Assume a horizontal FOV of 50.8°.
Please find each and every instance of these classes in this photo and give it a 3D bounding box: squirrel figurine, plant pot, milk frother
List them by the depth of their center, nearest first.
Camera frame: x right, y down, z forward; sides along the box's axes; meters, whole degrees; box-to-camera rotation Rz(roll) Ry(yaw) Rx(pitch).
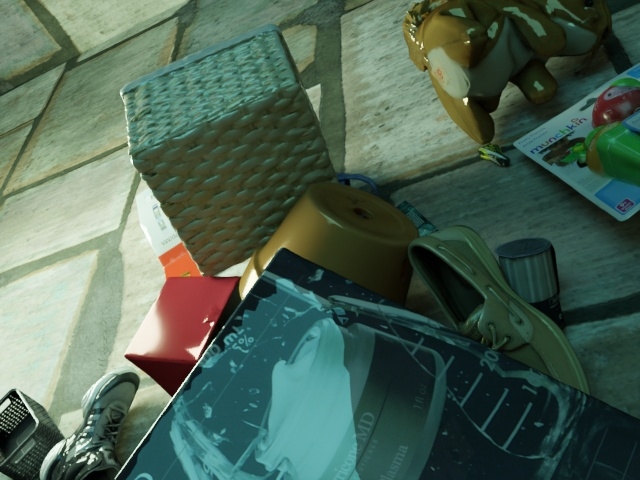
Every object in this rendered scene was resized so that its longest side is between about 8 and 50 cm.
[{"bbox_3d":[0.304,0.068,1.070,0.143,0.135,0.129,-8,15,25],"label":"milk frother"},{"bbox_3d":[0.033,0.038,1.121,0.204,0.290,0.291,-67,32,24],"label":"plant pot"},{"bbox_3d":[0.394,-0.452,1.432,0.370,0.281,0.397,-29,40,-6],"label":"squirrel figurine"}]

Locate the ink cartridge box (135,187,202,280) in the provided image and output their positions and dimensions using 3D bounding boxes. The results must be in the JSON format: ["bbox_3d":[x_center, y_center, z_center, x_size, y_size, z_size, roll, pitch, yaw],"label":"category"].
[{"bbox_3d":[-0.295,-0.070,1.668,0.308,0.091,0.385,-32,38,4],"label":"ink cartridge box"}]

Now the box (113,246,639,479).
[{"bbox_3d":[0.045,0.344,0.732,0.471,0.297,0.480,24,65,22],"label":"box"}]

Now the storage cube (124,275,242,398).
[{"bbox_3d":[-0.212,0.193,1.269,0.193,0.184,0.215,-2,49,34],"label":"storage cube"}]

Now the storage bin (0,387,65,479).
[{"bbox_3d":[-0.637,0.411,1.427,0.122,0.084,0.180,-48,42,-16],"label":"storage bin"}]

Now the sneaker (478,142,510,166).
[{"bbox_3d":[0.355,-0.178,1.364,0.035,0.031,0.083,-41,40,-9],"label":"sneaker"}]

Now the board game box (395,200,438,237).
[{"bbox_3d":[0.130,0.009,1.338,0.186,0.026,0.126,-36,39,-2],"label":"board game box"}]

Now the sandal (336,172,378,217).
[{"bbox_3d":[0.013,-0.104,1.479,0.138,0.126,0.317,-27,35,-25],"label":"sandal"}]

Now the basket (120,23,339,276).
[{"bbox_3d":[-0.149,-0.164,1.256,0.331,0.328,0.266,-24,39,0],"label":"basket"}]

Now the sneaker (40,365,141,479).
[{"bbox_3d":[-0.409,0.379,1.292,0.153,0.101,0.269,16,67,43],"label":"sneaker"}]

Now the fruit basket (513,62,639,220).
[{"bbox_3d":[0.546,-0.204,1.157,0.327,0.165,0.353,-32,36,4],"label":"fruit basket"}]

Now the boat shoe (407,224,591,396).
[{"bbox_3d":[0.246,0.129,0.983,0.110,0.122,0.341,-13,56,-36],"label":"boat shoe"}]
